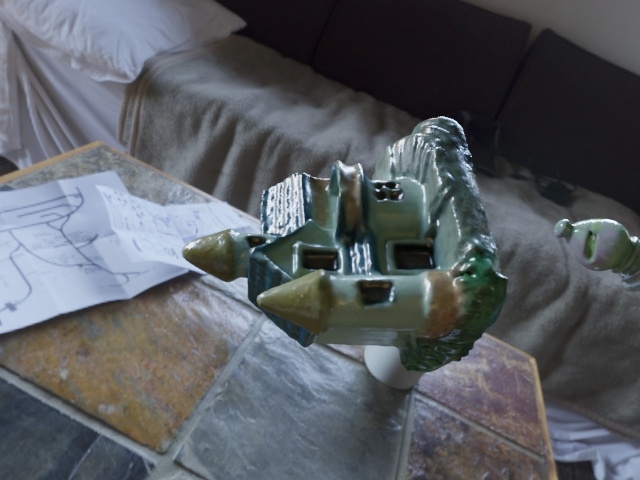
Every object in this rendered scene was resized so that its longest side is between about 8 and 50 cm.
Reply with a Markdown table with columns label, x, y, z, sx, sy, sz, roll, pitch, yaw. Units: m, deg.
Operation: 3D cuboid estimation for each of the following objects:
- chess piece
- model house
| label | x | y | z | sx | sy | sz | roll | pitch | yaw |
| --- | --- | --- | --- | --- | --- | --- | --- | --- | --- |
| chess piece | 0.438 | 0.039 | 0.565 | 0.271 | 0.139 | 0.139 | 25 | 33 | 8 |
| model house | 0.000 | 0.000 | 0.503 | 0.324 | 0.194 | 0.267 | 2 | 57 | -6 |
